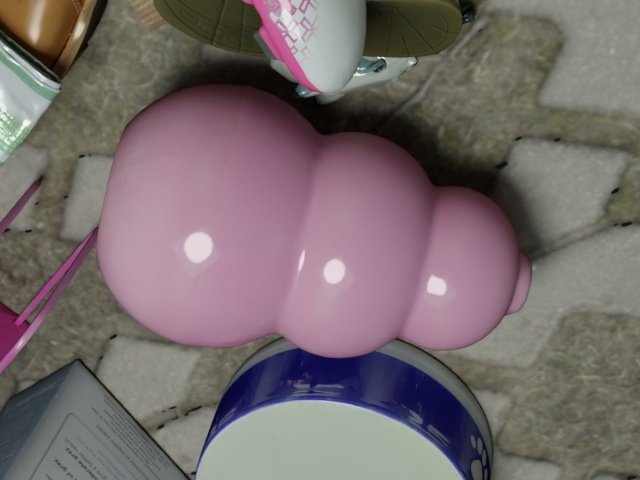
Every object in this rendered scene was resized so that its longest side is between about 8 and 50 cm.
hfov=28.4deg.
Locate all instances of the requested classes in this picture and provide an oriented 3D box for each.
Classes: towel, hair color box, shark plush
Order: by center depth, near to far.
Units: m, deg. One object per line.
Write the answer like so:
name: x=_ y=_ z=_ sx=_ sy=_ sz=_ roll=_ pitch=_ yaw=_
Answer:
towel: x=-0.279 y=-0.095 z=0.944 sx=0.113 sy=0.023 sz=0.152 roll=40 pitch=106 yaw=-8
shark plush: x=0.034 y=-0.153 z=0.965 sx=0.161 sy=0.073 sz=0.067 roll=-14 pitch=87 yaw=26
hair color box: x=-0.259 y=0.300 z=1.121 sx=0.113 sy=0.374 sz=0.185 roll=-29 pitch=110 yaw=27

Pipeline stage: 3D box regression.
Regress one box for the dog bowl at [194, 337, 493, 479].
dog bowl: x=0.022 y=0.216 z=1.164 sx=0.264 sy=0.104 sz=0.265 roll=6 pitch=122 yaw=10

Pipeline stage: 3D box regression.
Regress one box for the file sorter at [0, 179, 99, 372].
file sorter: x=-0.361 y=-0.004 z=1.066 sx=0.290 sy=0.202 sz=0.182 roll=38 pitch=119 yaw=-11

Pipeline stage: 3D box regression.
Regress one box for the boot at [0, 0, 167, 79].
boot: x=-0.237 y=-0.224 z=0.948 sx=0.283 sy=0.109 sz=0.220 roll=-24 pitch=115 yaw=23

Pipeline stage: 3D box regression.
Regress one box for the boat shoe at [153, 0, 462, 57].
boat shoe: x=-0.009 y=-0.183 z=0.924 sx=0.223 sy=0.073 sz=0.080 roll=5 pitch=141 yaw=-5

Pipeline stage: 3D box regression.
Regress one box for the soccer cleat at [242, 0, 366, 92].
soccer cleat: x=-0.005 y=-0.265 z=0.804 sx=0.143 sy=0.116 sz=0.331 roll=-15 pitch=89 yaw=20

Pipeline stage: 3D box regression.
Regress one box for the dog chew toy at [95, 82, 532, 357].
dog chew toy: x=0.000 y=0.000 z=0.987 sx=0.331 sy=0.207 sz=0.207 roll=14 pitch=124 yaw=-4
